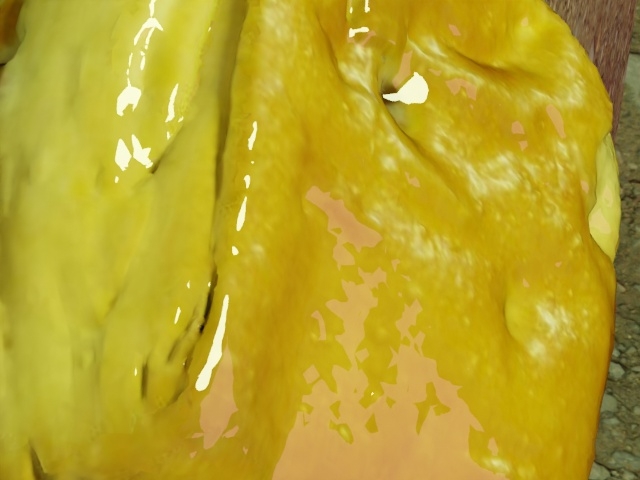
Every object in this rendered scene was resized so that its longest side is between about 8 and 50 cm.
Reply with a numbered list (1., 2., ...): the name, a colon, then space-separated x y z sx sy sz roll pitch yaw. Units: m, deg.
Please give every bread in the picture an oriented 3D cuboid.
1. bread: 0.000 0.000 0.521 0.210 0.099 0.235 41 53 -40
